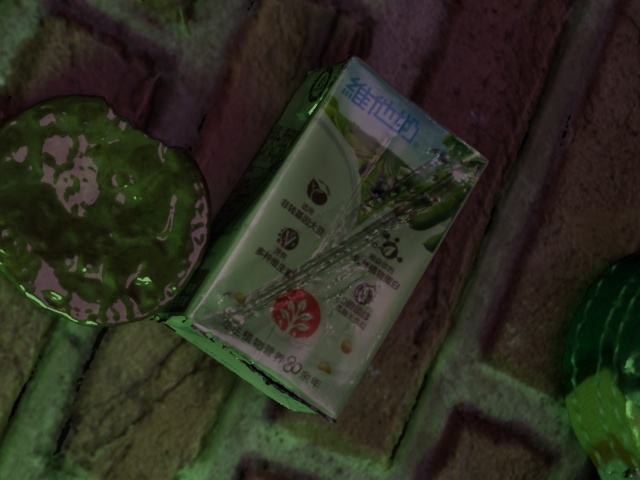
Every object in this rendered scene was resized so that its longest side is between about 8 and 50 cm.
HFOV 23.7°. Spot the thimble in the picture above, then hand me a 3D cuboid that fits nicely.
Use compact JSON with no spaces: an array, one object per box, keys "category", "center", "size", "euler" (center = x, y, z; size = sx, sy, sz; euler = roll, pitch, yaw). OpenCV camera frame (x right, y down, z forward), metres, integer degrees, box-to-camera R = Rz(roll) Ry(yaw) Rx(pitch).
[{"category":"thimble","center":[0.403,0.153,1.706],"size":[0.254,0.167,0.288],"euler":[25,79,-21]}]

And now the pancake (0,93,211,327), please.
[{"category":"pancake","center":[-0.223,-0.030,1.471],"size":[0.236,0.042,0.223],"euler":[12,82,-7]}]

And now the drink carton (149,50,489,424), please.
[{"category":"drink carton","center":[0.000,0.000,1.547],"size":[0.194,0.132,0.325],"euler":[37,75,-18]}]
